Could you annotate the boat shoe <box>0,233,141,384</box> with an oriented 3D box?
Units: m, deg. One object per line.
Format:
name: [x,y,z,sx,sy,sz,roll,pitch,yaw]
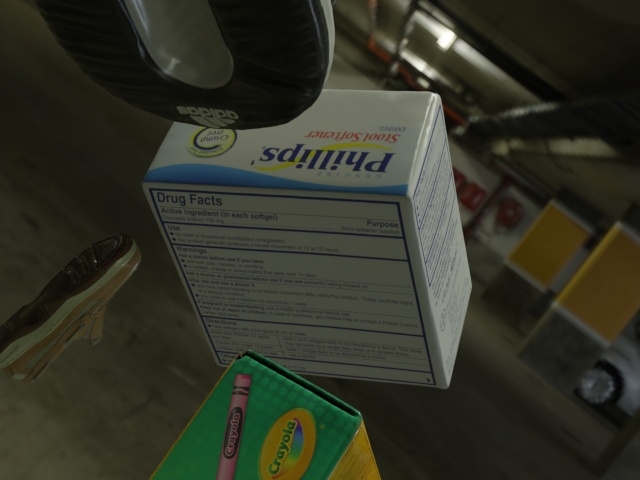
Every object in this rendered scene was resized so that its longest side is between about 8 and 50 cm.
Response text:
boat shoe: [-0.237,0.070,1.116,0.072,0.190,0.068,45,16,-25]

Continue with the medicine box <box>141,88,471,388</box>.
medicine box: [0.000,0.000,1.161,0.263,0.149,0.289,4,-43,19]

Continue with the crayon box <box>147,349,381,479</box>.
crayon box: [-0.071,0.216,0.601,0.081,0.278,0.165,26,-23,23]

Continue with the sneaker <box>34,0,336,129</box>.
sneaker: [-0.055,-0.277,0.405,0.169,0.258,0.448,9,-35,16]
